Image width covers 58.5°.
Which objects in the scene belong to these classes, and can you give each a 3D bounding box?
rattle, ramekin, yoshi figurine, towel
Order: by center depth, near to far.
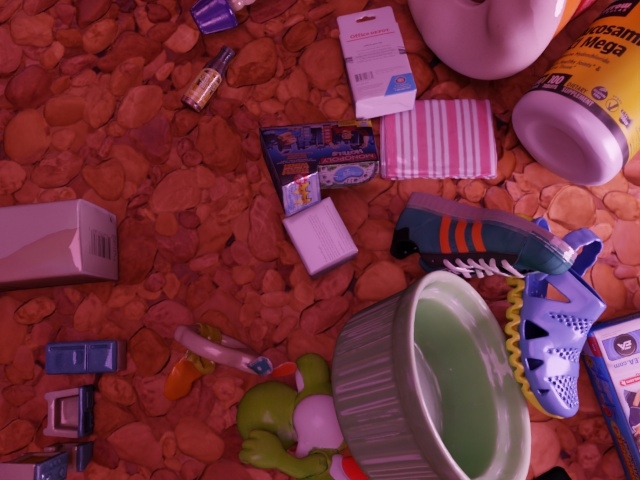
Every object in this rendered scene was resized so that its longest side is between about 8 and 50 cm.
[{"bbox_3d":[0.152,0.207,0.798,0.148,0.303,0.303,-26,79,35],"label":"ramekin"},{"bbox_3d":[-0.035,0.346,0.831,0.203,0.203,0.362,12,48,-25],"label":"yoshi figurine"},{"bbox_3d":[-0.149,0.215,0.883,0.200,0.130,0.143,23,72,23],"label":"rattle"},{"bbox_3d":[0.202,-0.173,0.989,0.197,0.029,0.144,0,79,3],"label":"towel"}]

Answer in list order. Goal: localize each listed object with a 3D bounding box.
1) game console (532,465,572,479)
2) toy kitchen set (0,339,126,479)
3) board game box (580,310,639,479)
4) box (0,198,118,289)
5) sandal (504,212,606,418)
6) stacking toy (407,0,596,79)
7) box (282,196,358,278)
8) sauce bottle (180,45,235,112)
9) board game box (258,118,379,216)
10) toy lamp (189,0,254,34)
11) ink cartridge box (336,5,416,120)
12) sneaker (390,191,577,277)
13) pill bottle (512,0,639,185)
[{"bbox_3d":[0.359,0.437,0.893,0.122,0.071,0.107,-30,111,-1],"label":"game console"},{"bbox_3d":[-0.391,0.261,0.884,0.122,0.166,0.207,-3,81,3],"label":"toy kitchen set"},{"bbox_3d":[0.596,0.240,0.872,0.308,0.086,0.302,-17,81,1],"label":"board game box"},{"bbox_3d":[-0.512,0.017,0.940,0.311,0.148,0.121,-6,82,4],"label":"box"},{"bbox_3d":[0.356,0.103,0.857,0.138,0.126,0.317,-11,75,39],"label":"sandal"},{"bbox_3d":[0.404,-0.489,0.930,0.480,0.350,0.350,-23,80,-19],"label":"stacking toy"},{"bbox_3d":[0.000,0.000,0.934,0.087,0.102,0.101,-27,81,-4],"label":"box"},{"bbox_3d":[-0.199,-0.290,1.020,0.042,0.042,0.128,31,86,7],"label":"sauce bottle"},{"bbox_3d":[-0.006,-0.120,0.917,0.194,0.060,0.194,-4,39,2],"label":"board game box"},{"bbox_3d":[-0.103,-0.454,1.023,0.275,0.080,0.080,-29,81,-4],"label":"toy lamp"},{"bbox_3d":[0.093,-0.306,0.987,0.104,0.060,0.180,-11,69,1],"label":"ink cartridge box"},{"bbox_3d":[0.228,0.016,0.857,0.108,0.302,0.121,30,85,-37],"label":"sneaker"},{"bbox_3d":[0.481,-0.264,0.904,0.188,0.188,0.334,43,85,8],"label":"pill bottle"}]
